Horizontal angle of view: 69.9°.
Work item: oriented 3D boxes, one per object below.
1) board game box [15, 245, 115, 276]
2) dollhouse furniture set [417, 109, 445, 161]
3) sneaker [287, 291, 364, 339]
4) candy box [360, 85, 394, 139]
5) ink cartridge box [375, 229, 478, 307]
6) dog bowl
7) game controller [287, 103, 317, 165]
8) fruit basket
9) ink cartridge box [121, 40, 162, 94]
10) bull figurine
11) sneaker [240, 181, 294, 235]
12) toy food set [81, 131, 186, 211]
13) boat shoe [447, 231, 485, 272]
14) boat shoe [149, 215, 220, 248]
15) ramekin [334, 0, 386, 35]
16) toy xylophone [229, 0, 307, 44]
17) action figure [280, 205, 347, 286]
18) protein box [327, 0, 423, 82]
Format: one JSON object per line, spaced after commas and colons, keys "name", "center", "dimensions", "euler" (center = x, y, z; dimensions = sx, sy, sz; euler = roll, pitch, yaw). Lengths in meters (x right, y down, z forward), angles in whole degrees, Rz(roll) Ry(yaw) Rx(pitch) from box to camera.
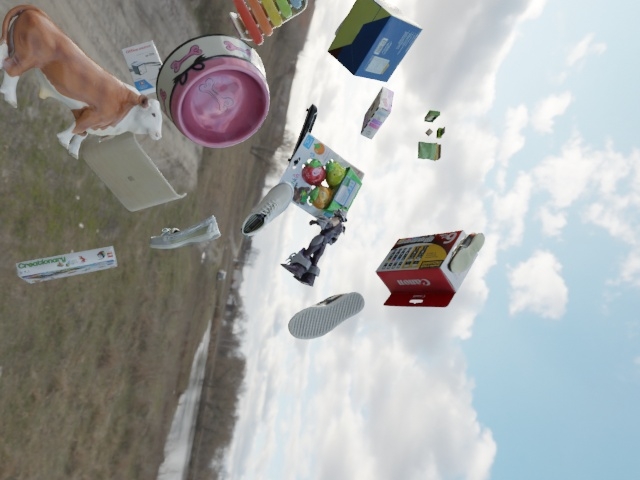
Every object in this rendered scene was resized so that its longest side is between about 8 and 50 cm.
{"name": "board game box", "center": [-0.912, 0.090, 1.671], "dimensions": [0.193, 0.306, 0.053], "euler": [-30, -107, 64]}
{"name": "dollhouse furniture set", "center": [0.360, -0.336, 1.477], "dimensions": [0.058, 0.076, 0.151], "euler": [131, -36, -79]}
{"name": "sneaker", "center": [0.014, 0.298, 1.794], "dimensions": [0.126, 0.321, 0.127], "euler": [70, -20, 3]}
{"name": "candy box", "center": [0.275, -0.616, 2.219], "dimensions": [0.196, 0.070, 0.164], "euler": [128, -19, -52]}
{"name": "ink cartridge box", "center": [0.372, 0.108, 1.687], "dimensions": [0.310, 0.130, 0.271], "euler": [-10, -147, 51]}
{"name": "dog bowl", "center": [-0.366, -0.512, 1.650], "dimensions": [0.150, 0.408, 0.407], "euler": [61, -34, 33]}
{"name": "game controller", "center": [-0.088, -0.512, 2.243], "dimensions": [0.166, 0.067, 0.318], "euler": [-80, -170, -83]}
{"name": "fruit basket", "center": [0.011, -0.272, 2.117], "dimensions": [0.165, 0.353, 0.326], "euler": [7, -114, 61]}
{"name": "ink cartridge box", "center": [-0.759, -0.749, 1.997], "dimensions": [0.082, 0.140, 0.190], "euler": [-157, -133, -79]}
{"name": "bull figurine", "center": [-0.453, -0.272, 0.855], "dimensions": [0.188, 0.310, 0.101], "euler": [-55, -148, -14]}
{"name": "sneaker", "center": [-0.192, -0.106, 1.678], "dimensions": [0.258, 0.094, 0.091], "euler": [-48, -170, 14]}
{"name": "toy food set", "center": [-0.633, -0.241, 1.574], "dimensions": [0.092, 0.220, 0.306], "euler": [-82, 153, -44]}
{"name": "boat shoe", "center": [0.324, 0.027, 1.043], "dimensions": [0.137, 0.049, 0.043], "euler": [-43, -154, -29]}
{"name": "boat shoe", "center": [-0.594, -0.031, 1.983], "dimensions": [0.118, 0.321, 0.102], "euler": [-46, 125, -74]}
{"name": "ramekin", "center": [0.160, -0.770, 1.623], "dimensions": [0.207, 0.109, 0.207], "euler": [-44, -171, 9]}
{"name": "toy xylophone", "center": [-0.218, -0.947, 1.828], "dimensions": [0.323, 0.236, 0.081], "euler": [-34, -176, 11]}
{"name": "action figure", "center": [0.000, 0.000, 1.463], "dimensions": [0.285, 0.099, 0.185], "euler": [-55, 151, -15]}
{"name": "protein box", "center": [0.170, -0.621, 1.418], "dimensions": [0.201, 0.136, 0.199], "euler": [-15, 149, -51]}
